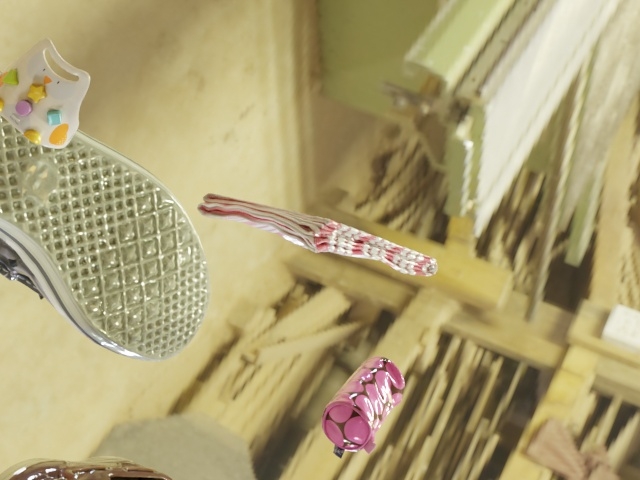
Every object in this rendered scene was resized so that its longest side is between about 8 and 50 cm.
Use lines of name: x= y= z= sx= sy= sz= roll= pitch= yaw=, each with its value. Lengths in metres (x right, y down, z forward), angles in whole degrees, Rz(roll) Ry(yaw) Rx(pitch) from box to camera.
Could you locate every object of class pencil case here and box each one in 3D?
pencil case: x=0.075 y=0.265 z=1.832 sx=0.095 sy=0.098 sz=0.209 roll=-62 pitch=171 yaw=27

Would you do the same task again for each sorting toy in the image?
sorting toy: x=-0.237 y=-0.130 z=0.969 sx=0.075 sy=0.083 sz=0.045 roll=-47 pitch=-176 yaw=18

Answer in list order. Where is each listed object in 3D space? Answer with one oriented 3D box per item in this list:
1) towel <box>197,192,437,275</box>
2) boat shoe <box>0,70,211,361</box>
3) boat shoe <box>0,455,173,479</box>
towel: x=0.000 y=0.000 z=1.032 sx=0.197 sy=0.144 sz=0.029 roll=19 pitch=86 yaw=-53
boat shoe: x=-0.297 y=-0.037 z=1.218 sx=0.500 sy=0.156 sz=0.186 roll=44 pitch=71 yaw=-41
boat shoe: x=-0.317 y=0.356 z=1.517 sx=0.342 sy=0.123 sz=0.123 roll=10 pitch=82 yaw=-63
